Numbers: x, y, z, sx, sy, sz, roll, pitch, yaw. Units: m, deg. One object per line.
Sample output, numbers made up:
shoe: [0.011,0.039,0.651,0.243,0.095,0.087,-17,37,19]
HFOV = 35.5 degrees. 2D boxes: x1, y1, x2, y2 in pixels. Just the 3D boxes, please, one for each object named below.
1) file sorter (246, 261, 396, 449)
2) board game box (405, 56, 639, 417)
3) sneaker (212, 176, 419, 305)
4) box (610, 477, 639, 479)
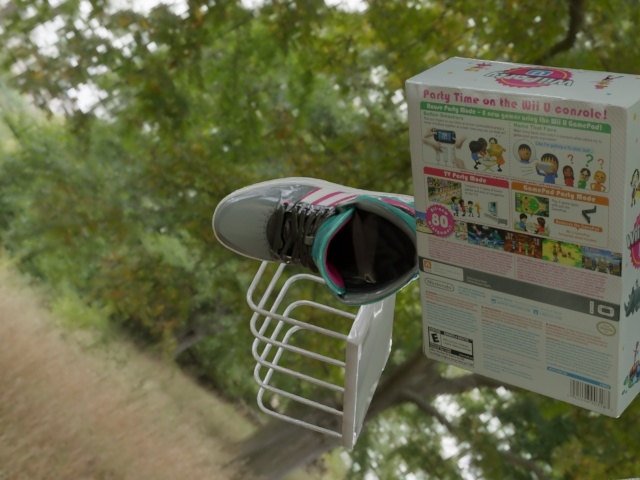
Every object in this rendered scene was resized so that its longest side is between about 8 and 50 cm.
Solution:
file sorter: [0.003,0.134,1.464,0.173,0.192,0.277,16,-39,13]
board game box: [0.204,-0.009,0.958,0.224,0.097,0.303,14,-58,37]
sneaker: [0.000,0.000,1.139,0.178,0.296,0.123,-40,132,-74]
box: [0.394,0.341,1.219,0.087,0.101,0.101,40,43,-73]
